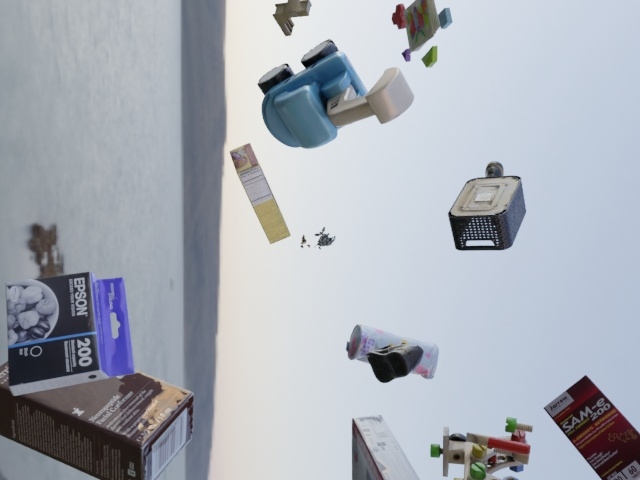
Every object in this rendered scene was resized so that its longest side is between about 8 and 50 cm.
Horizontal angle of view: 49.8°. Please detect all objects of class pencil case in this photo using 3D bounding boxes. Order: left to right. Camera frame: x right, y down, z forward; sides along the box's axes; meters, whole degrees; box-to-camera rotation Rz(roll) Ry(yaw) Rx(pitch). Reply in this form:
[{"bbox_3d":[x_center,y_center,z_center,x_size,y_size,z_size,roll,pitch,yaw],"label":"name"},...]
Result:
[{"bbox_3d":[0.217,0.334,2.068,0.124,0.273,0.113,139,-35,-69],"label":"pencil case"}]

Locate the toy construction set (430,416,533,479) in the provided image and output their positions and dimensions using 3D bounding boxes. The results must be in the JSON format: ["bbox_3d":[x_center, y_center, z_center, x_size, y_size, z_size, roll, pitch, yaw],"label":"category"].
[{"bbox_3d":[0.370,0.527,1.643,0.308,0.237,0.257,79,25,-45],"label":"toy construction set"}]

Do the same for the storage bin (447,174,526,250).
[{"bbox_3d":[0.354,-0.060,1.454,0.180,0.122,0.084,-50,131,-49],"label":"storage bin"}]

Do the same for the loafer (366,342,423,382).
[{"bbox_3d":[0.177,0.281,1.599,0.080,0.078,0.220,66,-21,0],"label":"loafer"}]

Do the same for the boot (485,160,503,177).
[{"bbox_3d":[0.542,-0.130,2.166,0.197,0.077,0.137,65,34,-33],"label":"boot"}]

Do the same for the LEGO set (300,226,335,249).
[{"bbox_3d":[-0.001,0.002,1.439,0.023,0.083,0.054,49,-25,45],"label":"LEGO set"}]

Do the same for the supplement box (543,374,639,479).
[{"bbox_3d":[0.629,0.435,1.535,0.073,0.130,0.239,43,9,-48],"label":"supplement box"}]

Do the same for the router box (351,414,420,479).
[{"bbox_3d":[0.154,0.638,1.671,0.335,0.082,0.301,-133,-139,-73],"label":"router box"}]

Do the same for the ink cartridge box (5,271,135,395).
[{"bbox_3d":[-0.449,0.157,1.236,0.045,0.208,0.206,108,-30,-56],"label":"ink cartridge box"}]

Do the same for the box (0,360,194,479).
[{"bbox_3d":[-0.469,0.346,1.404,0.191,0.382,0.143,-47,149,-59],"label":"box"}]

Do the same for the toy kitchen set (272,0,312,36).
[{"bbox_3d":[-0.051,-0.513,1.545,0.075,0.083,0.068,49,47,-57],"label":"toy kitchen set"}]

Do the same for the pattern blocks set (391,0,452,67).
[{"bbox_3d":[0.298,-0.658,2.066,0.325,0.026,0.285,128,-50,-68],"label":"pattern blocks set"}]

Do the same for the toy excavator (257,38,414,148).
[{"bbox_3d":[0.033,-0.346,1.767,0.222,0.433,0.445,55,23,-26],"label":"toy excavator"}]

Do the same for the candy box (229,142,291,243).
[{"bbox_3d":[-0.125,-0.097,1.433,0.109,0.053,0.186,-115,-176,-55],"label":"candy box"}]
